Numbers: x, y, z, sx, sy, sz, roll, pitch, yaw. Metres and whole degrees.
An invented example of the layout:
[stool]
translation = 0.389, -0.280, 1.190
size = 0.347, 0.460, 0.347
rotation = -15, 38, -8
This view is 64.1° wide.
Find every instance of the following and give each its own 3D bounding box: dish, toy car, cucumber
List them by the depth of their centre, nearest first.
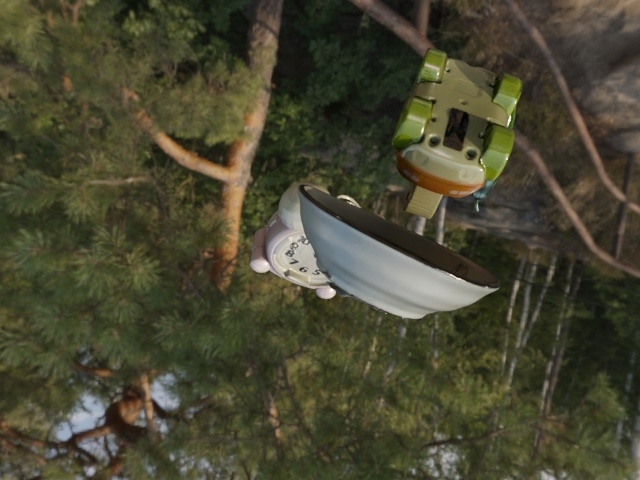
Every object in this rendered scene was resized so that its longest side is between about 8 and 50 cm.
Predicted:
[dish]
translation = 0.088, 0.031, 0.728
size = 0.316, 0.106, 0.316
rotation = 25, -170, -5
[toy car]
translation = 0.178, -0.138, 0.758
size = 0.145, 0.235, 0.235
rotation = 20, -176, 3
[cucumber]
translation = 0.318, -0.172, 0.947
size = 0.056, 0.250, 0.056
rotation = 6, -152, -3

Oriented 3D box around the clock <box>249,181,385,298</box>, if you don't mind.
[clock]
translation = 0.000, 0.000, 1.432
size = 0.342, 0.184, 0.326
rotation = 19, 143, -25
